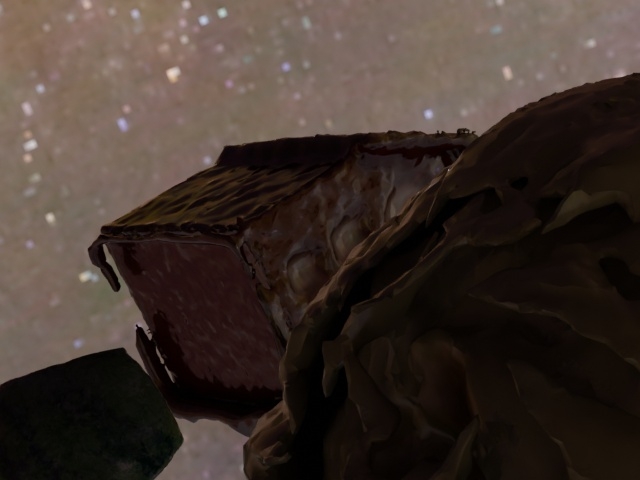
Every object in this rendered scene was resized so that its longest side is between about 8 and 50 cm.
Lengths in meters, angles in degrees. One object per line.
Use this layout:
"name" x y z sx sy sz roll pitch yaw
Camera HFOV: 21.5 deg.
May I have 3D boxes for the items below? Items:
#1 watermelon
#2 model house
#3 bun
"watermelon" -0.106 0.094 0.803 0.092 0.085 0.072 -4 180 13
"model house" 0.000 0.000 1.181 0.254 0.160 0.196 -40 -158 -31
"bun" 0.069 0.074 0.541 0.152 0.259 0.259 13 179 -39
